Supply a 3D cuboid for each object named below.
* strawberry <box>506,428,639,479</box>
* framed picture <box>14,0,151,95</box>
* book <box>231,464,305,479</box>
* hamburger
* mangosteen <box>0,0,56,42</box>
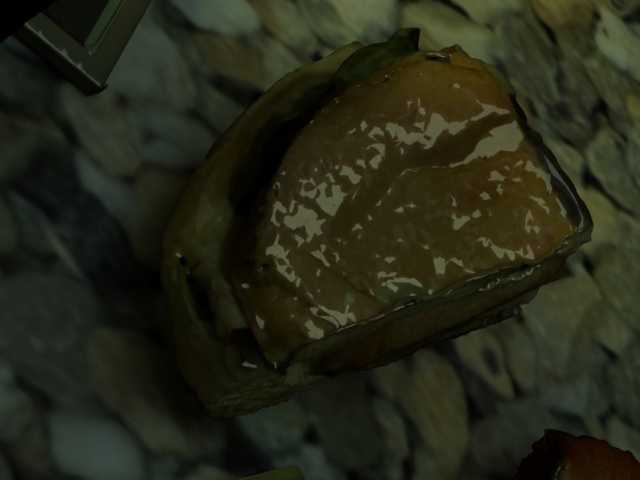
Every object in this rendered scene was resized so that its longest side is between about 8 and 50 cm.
[{"bbox_3d":[0.141,0.170,0.806,0.140,0.085,0.192,46,27,1],"label":"strawberry"},{"bbox_3d":[-0.165,-0.212,0.731,0.260,0.023,0.189,40,54,-24],"label":"framed picture"},{"bbox_3d":[-0.051,0.191,0.663,0.192,0.013,0.168,-6,77,-51],"label":"book"},{"bbox_3d":[0.000,0.000,0.741,0.207,0.135,0.155,-29,78,-30],"label":"hamburger"},{"bbox_3d":[-0.216,-0.221,0.473,0.421,0.381,0.381,37,40,25],"label":"mangosteen"}]
